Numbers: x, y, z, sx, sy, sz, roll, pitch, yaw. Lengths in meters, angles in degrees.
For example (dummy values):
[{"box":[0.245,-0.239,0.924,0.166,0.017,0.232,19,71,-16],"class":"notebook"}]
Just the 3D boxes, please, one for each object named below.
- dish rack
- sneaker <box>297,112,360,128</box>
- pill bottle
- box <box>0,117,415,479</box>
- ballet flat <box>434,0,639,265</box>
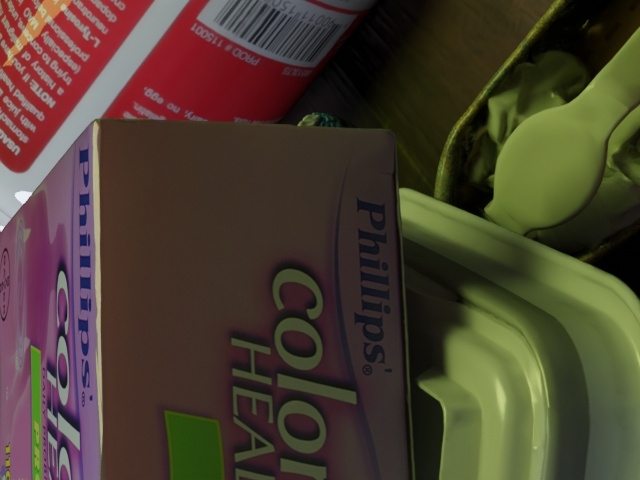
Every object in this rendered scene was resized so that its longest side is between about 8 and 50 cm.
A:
[{"box":[0.033,0.156,0.637,0.285,0.072,0.332,-148,62,-68],"class":"dish rack"},{"box":[0.000,0.000,0.966,0.083,0.071,0.190,124,154,-44],"class":"sneaker"},{"box":[-0.138,-0.135,1.110,0.407,0.229,0.229,-49,30,25],"class":"pill bottle"},{"box":[-0.061,0.081,0.622,0.243,0.117,0.213,156,113,-67],"class":"box"},{"box":[0.156,-0.094,0.609,0.348,0.123,0.123,-52,29,42],"class":"ballet flat"}]
